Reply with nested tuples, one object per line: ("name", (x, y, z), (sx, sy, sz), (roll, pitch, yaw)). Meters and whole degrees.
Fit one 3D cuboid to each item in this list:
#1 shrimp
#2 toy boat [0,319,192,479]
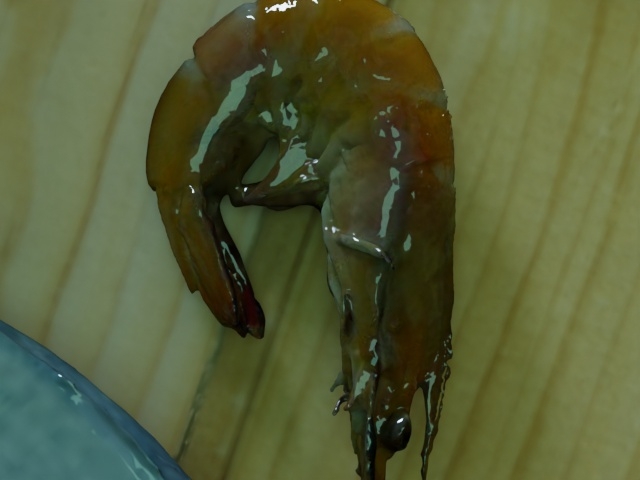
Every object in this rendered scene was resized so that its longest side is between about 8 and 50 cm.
("shrimp", (0.000, 0.000, 0.651), (0.150, 0.068, 0.248), (-14, 83, 9))
("toy boat", (-0.146, 0.174, 0.624), (0.330, 0.123, 0.215), (39, 78, 10))
